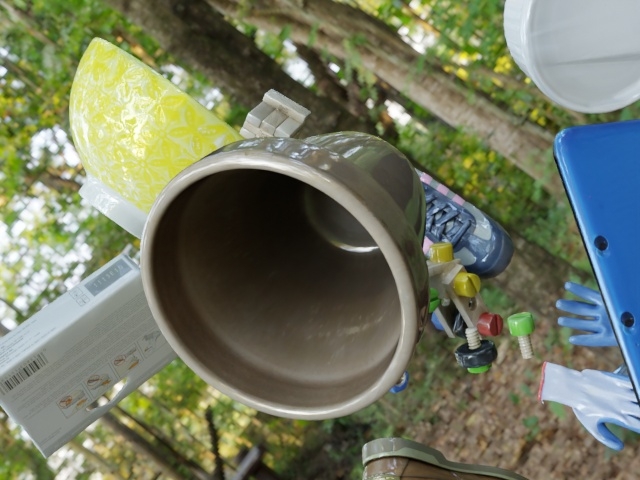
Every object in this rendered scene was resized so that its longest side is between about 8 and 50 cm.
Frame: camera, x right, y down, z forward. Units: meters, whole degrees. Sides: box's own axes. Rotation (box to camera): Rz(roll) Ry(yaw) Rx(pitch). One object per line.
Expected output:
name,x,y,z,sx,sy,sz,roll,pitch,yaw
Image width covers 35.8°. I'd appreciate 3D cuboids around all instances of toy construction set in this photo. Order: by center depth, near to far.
toy construction set,0.123,0.061,1.460,0.257,0.237,0.309,-17,11,-9

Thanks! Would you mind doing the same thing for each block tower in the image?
block tower,-0.132,-0.119,1.883,0.335,0.091,0.097,-63,-7,35

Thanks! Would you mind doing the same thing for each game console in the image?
game console,0.323,0.043,0.918,0.173,0.293,0.250,-16,-13,4

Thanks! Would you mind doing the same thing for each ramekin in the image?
ramekin,0.399,-0.334,1.479,0.273,0.273,0.127,-53,24,5

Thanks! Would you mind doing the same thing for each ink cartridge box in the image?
ink cartridge box,-0.364,0.180,1.522,0.275,0.060,0.239,-38,-33,-19

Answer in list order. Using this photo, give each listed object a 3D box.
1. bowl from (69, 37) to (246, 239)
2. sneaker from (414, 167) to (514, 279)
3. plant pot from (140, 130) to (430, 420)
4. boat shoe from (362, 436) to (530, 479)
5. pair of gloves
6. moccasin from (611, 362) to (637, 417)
bowl,-0.186,-0.084,1.140,0.156,0.289,0.289,-54,-4,-3
sneaker,0.155,-0.045,1.534,0.131,0.319,0.112,30,-86,-48
plant pot,0.000,0.000,0.937,0.263,0.263,0.229,-56,-5,35
boat shoe,0.179,0.360,1.348,0.111,0.307,0.104,-38,40,45
pair of gloves,0.341,0.139,1.150,0.023,0.159,0.198,48,-122,-69
moccasin,0.731,0.223,2.142,0.342,0.117,0.138,-45,-48,-2
